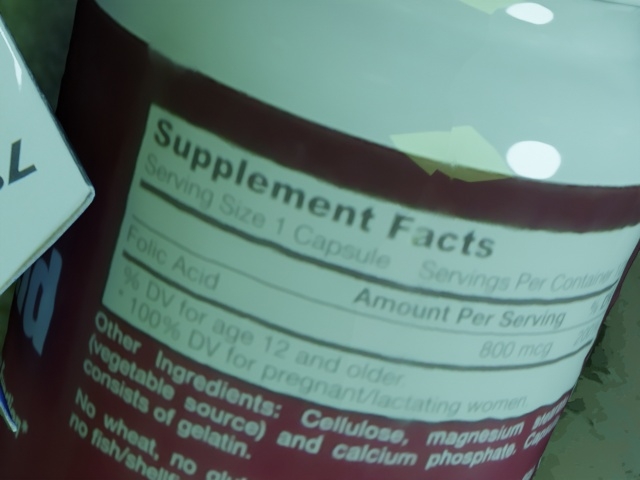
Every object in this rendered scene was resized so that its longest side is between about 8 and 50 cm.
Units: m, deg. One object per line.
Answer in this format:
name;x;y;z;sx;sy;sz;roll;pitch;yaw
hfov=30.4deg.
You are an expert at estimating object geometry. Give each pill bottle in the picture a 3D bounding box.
pill bottle;0.000;0.000;0.463;0.224;0.224;0.392;6;116;-29

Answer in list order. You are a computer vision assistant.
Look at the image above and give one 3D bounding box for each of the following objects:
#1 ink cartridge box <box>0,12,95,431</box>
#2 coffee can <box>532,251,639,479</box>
ink cartridge box;-0.153;-0.110;0.358;0.065;0.165;0.332;-27;128;-11
coffee can;0.243;0.066;0.638;0.275;0.201;0.201;2;117;-27
